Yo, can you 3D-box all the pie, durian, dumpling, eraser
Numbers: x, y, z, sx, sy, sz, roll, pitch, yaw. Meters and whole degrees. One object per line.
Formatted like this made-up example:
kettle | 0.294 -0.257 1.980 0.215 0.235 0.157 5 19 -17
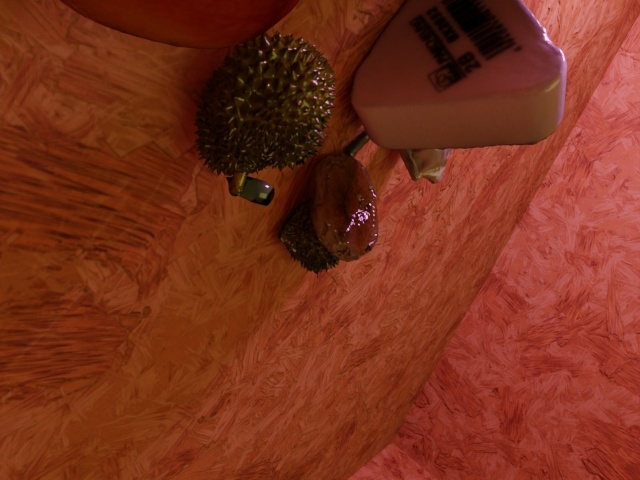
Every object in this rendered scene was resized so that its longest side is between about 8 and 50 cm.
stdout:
pie | 0.042 -0.060 0.932 0.195 0.046 0.195 17 68 -49
durian | -0.073 -0.160 0.634 0.198 0.159 0.146 -39 129 23
dumpling | 0.216 -0.212 1.093 0.136 0.118 0.199 -16 106 -33
eraser | 0.251 -0.276 0.861 0.331 0.331 0.150 -54 152 -6
durian | 0.009 0.002 1.001 0.137 0.095 0.220 -53 158 -6

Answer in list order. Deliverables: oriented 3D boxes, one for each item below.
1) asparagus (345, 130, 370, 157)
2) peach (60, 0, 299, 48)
asparagus | 0.131 -0.240 1.013 0.248 0.024 0.025 -45 -166 -21
peach | -0.120 -0.269 0.352 0.281 0.238 0.281 -8 150 -4
